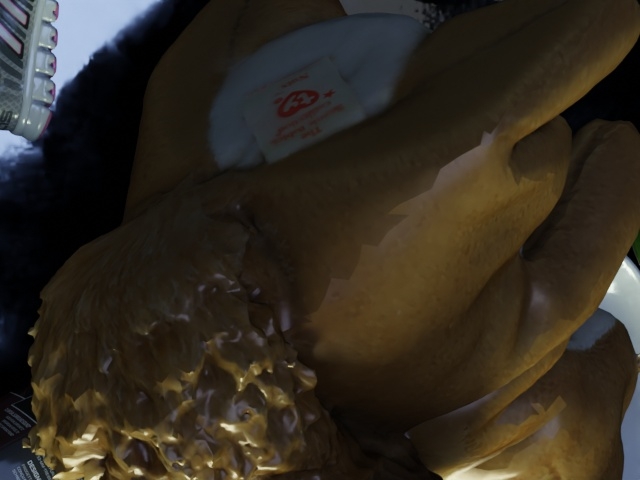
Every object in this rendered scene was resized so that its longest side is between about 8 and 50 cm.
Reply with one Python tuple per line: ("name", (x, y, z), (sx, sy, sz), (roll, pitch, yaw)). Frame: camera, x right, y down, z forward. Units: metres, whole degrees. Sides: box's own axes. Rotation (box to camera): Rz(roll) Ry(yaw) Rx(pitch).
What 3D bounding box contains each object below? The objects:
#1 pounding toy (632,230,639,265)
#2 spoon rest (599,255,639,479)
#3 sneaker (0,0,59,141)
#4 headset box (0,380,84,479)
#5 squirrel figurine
("pounding toy", (0.354, -0.018, 1.027), (0.236, 0.110, 0.183), (15, 92, -22))
("spoon rest", (0.208, 0.124, 1.006), (0.137, 0.084, 0.276), (-31, 108, -14))
("sneaker", (-0.198, -0.143, 0.823), (0.074, 0.063, 0.171), (-3, 103, -27))
("headset box", (-0.137, 0.194, 0.856), (0.293, 0.110, 0.218), (-28, 104, -22))
("squirrel figurine", (0.040, 0.086, 0.787), (0.397, 0.281, 0.370), (-52, 132, -30))
